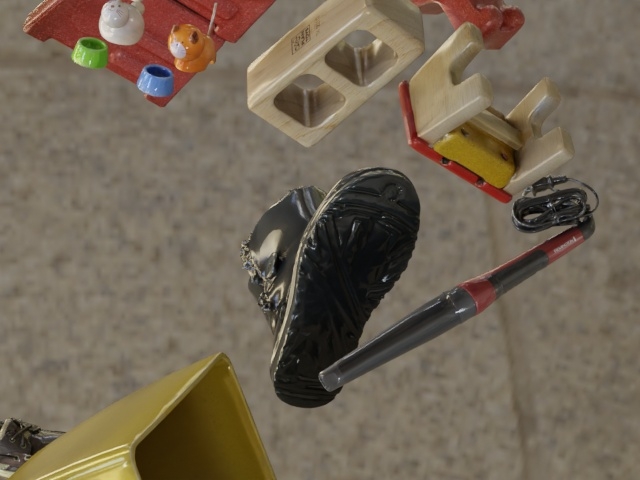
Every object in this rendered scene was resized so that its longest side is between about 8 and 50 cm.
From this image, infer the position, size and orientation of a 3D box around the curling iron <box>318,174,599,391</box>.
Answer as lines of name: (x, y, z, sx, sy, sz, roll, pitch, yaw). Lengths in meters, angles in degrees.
curling iron: (0.112, 0.038, 1.486, 0.274, 0.035, 0.068, -37, 67, -9)

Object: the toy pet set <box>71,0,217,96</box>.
toy pet set: (-0.087, -0.128, 0.778, 0.122, 0.065, 0.114, 24, 31, 14)

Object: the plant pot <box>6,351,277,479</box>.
plant pot: (-0.155, 0.240, 1.474, 0.187, 0.212, 0.212, -15, 12, 21)

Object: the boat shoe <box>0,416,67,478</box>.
boat shoe: (-0.292, 0.192, 1.725, 0.152, 0.049, 0.056, -2, 31, 3)

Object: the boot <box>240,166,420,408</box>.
boot: (0.000, 0.000, 1.653, 0.094, 0.246, 0.207, 11, 29, -18)

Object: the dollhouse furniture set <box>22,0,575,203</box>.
dollhouse furniture set: (-0.014, -0.168, 1.276, 0.374, 0.152, 0.201, 30, 38, -33)
